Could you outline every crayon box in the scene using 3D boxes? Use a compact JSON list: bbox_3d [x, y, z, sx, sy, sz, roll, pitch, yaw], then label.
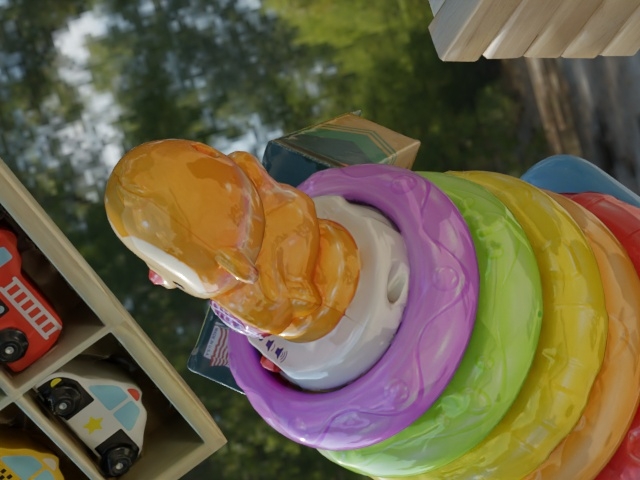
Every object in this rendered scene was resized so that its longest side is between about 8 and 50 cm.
[{"bbox_3d":[0.000,0.000,1.291,0.318,0.081,0.202,-38,-31,-73],"label":"crayon box"}]

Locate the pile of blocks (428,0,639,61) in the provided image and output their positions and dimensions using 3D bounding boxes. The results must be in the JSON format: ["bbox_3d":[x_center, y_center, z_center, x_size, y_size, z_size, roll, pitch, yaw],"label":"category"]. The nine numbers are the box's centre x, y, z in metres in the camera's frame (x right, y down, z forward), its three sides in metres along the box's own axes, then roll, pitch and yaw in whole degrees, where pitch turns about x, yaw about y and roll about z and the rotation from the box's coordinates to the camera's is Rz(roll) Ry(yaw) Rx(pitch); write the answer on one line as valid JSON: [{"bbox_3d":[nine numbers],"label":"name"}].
[{"bbox_3d":[0.099,-0.207,0.574,0.362,0.149,0.112,78,177,-64],"label":"pile of blocks"}]

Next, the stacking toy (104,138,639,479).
[{"bbox_3d":[0.033,0.029,0.556,0.302,0.166,0.175,23,-166,-48],"label":"stacking toy"}]

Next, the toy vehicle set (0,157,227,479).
[{"bbox_3d":[-0.170,0.044,0.581,0.267,0.166,0.035,56,176,-40],"label":"toy vehicle set"}]
